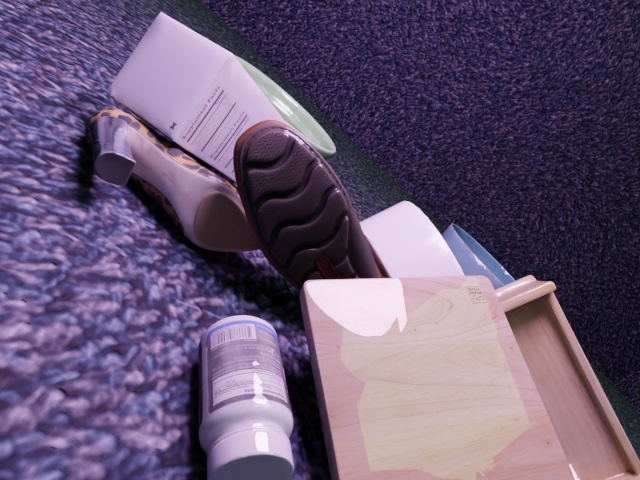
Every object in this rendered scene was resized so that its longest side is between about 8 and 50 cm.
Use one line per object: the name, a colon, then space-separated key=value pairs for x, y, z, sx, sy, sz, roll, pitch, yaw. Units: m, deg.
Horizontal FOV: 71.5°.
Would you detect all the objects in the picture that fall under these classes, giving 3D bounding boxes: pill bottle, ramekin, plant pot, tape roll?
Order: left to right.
pill bottle: x=-0.066 y=0.139 z=0.386 sx=0.078 sy=0.078 sz=0.137 roll=32 pitch=23 yaw=-32
ramekin: x=-0.125 y=-0.241 z=0.967 sx=0.303 sy=0.148 sz=0.303 roll=39 pitch=19 yaw=-16
tape roll: x=0.161 y=0.080 z=0.765 sx=0.287 sy=0.100 sz=0.286 roll=64 pitch=-2 yaw=5
plant pot: x=0.351 y=0.129 z=1.082 sx=0.290 sy=0.195 sz=0.290 roll=38 pitch=20 yaw=-17

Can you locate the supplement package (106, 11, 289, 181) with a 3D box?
supplement package: x=-0.166 y=-0.193 z=0.678 sx=0.139 sy=0.134 sz=0.244 roll=35 pitch=1 yaw=16

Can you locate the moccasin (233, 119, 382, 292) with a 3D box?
moccasin: x=0.003 y=-0.002 z=0.630 sx=0.380 sy=0.139 sz=0.147 roll=51 pitch=4 yaw=-35

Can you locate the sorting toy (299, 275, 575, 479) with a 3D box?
sorting toy: x=0.111 y=0.176 z=0.508 sx=0.256 sy=0.089 sz=0.256 roll=1 pitch=57 yaw=-20

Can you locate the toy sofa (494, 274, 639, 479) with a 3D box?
toy sofa: x=0.390 y=0.254 z=0.777 sx=0.363 sy=0.150 sz=0.177 roll=66 pitch=8 yaw=8

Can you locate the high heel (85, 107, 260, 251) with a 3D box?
high heel: x=-0.188 y=-0.084 z=0.613 sx=0.261 sy=0.093 sz=0.186 roll=33 pitch=12 yaw=-40
